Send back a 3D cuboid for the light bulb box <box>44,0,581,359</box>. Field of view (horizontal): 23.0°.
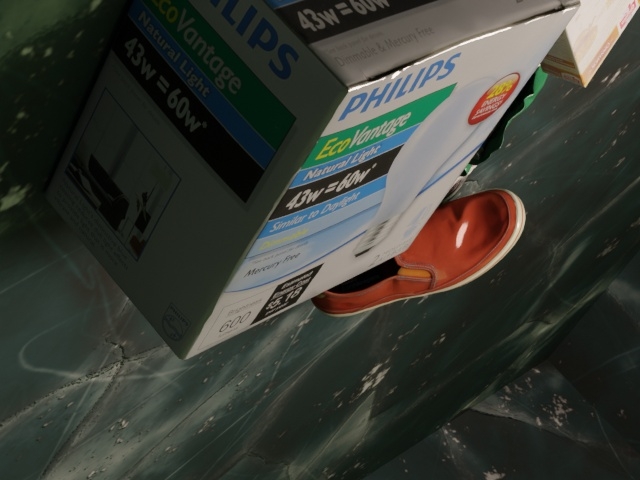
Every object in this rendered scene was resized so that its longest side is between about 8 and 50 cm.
[{"bbox_3d":[-0.011,-0.131,1.458,0.358,0.225,0.361,-25,157,-44],"label":"light bulb box"}]

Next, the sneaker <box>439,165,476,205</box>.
[{"bbox_3d":[0.160,-0.078,2.246,0.170,0.063,0.075,-30,154,-49],"label":"sneaker"}]

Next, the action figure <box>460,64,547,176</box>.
[{"bbox_3d":[0.245,-0.196,2.090,0.232,0.063,0.137,-56,-161,-26],"label":"action figure"}]

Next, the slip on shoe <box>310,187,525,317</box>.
[{"bbox_3d":[0.130,0.015,2.208,0.331,0.123,0.101,-21,155,10],"label":"slip on shoe"}]

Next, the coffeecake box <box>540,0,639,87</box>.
[{"bbox_3d":[0.313,-0.299,1.906,0.142,0.068,0.185,-55,148,-15],"label":"coffeecake box"}]
